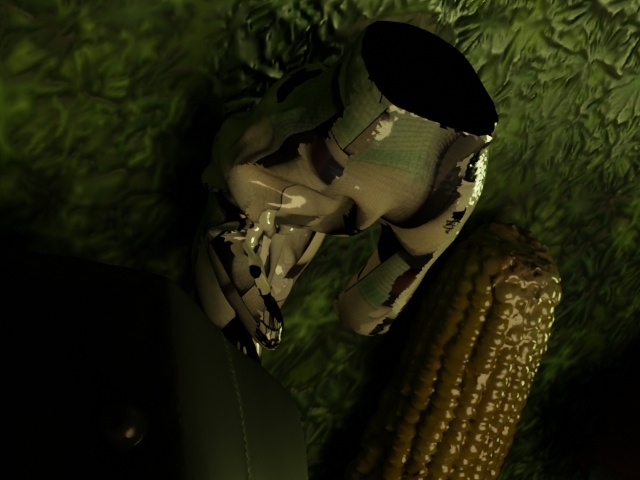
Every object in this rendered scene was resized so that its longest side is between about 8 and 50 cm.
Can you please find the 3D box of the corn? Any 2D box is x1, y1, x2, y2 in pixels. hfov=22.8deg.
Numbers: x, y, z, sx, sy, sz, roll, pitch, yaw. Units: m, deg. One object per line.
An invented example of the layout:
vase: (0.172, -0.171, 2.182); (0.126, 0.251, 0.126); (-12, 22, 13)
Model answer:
corn: (0.062, 0.138, 0.965); (0.097, 0.097, 0.320); (-2, 122, -43)

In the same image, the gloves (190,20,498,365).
gloves: (-0.006, -0.007, 0.763); (0.127, 0.111, 0.212); (-20, 162, -50)

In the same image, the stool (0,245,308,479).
stool: (-0.121, 0.121, 0.667); (0.232, 0.232, 0.141); (-45, 143, -4)

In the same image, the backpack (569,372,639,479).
backpack: (0.330, 0.191, 1.175); (0.283, 0.197, 0.317); (-37, 131, -18)
